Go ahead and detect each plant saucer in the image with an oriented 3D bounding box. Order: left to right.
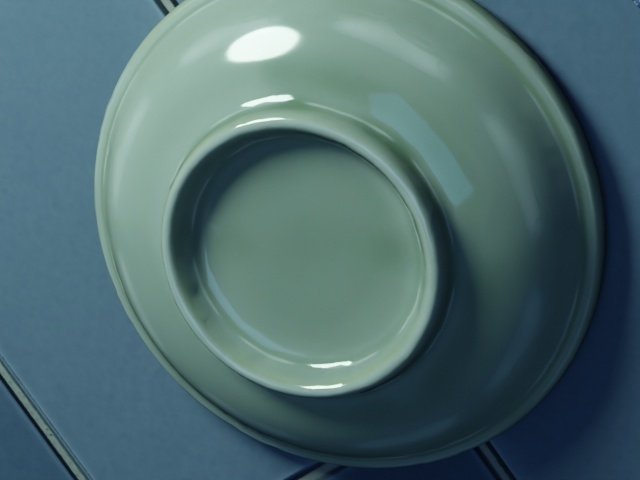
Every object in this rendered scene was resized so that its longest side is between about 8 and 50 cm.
[{"bbox_3d":[0.000,0.000,1.157,0.400,0.100,0.400,7,112,18],"label":"plant saucer"}]

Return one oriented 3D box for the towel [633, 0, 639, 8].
[{"bbox_3d":[0.318,-0.197,1.001,0.336,0.040,0.243,48,120,2],"label":"towel"}]
